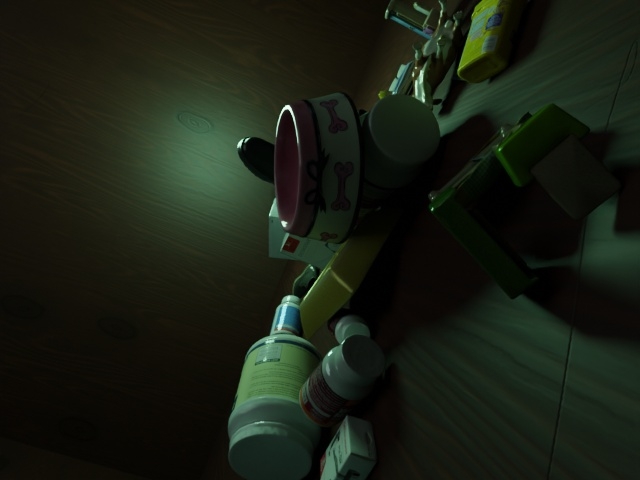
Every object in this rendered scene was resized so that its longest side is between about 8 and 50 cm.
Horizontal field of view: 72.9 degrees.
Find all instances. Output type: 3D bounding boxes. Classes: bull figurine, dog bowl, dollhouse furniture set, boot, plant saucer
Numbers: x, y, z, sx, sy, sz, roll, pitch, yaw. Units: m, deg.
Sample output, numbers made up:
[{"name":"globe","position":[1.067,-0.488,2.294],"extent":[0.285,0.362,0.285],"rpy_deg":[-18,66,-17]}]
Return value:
[{"name":"bull figurine","position":[0.316,-0.500,1.194],"extent":[0.188,0.101,0.310],"rpy_deg":[70,-139,-64]},{"name":"dog bowl","position":[-0.024,-0.189,1.166],"extent":[0.408,0.151,0.407],"rpy_deg":[177,90,-74]},{"name":"dollhouse furniture set","position":[0.283,-0.068,0.651],"extent":[0.197,0.151,0.301],"rpy_deg":[-44,-2,15]},{"name":"boot","position":[-0.017,-0.326,1.537],"extent":[0.445,0.367,0.146],"rpy_deg":[-19,53,37]},{"name":"plant saucer","position":[0.065,0.075,1.191],"extent":[0.332,0.081,0.332],"rpy_deg":[-54,0,-38]},{"name":"dollhouse furniture set","position":[0.261,-0.626,1.473],"extent":[0.303,0.198,0.286],"rpy_deg":[-63,2,19]},{"name":"boot","position":[-0.069,0.206,1.934],"extent":[0.137,0.077,0.197],"rpy_deg":[-102,34,-64]}]

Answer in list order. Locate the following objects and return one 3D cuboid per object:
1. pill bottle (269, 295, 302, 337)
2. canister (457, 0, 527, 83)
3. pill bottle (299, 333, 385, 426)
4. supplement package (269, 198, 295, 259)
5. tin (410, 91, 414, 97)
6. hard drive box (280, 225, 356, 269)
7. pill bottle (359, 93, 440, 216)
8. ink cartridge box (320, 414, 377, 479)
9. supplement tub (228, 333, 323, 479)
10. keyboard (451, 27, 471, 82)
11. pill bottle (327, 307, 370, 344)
[{"name":"pill bottle","position":[-0.136,0.342,1.831],"extent":[0.221,0.124,0.124],"rpy_deg":[-79,15,-49]},{"name":"canister","position":[0.373,-0.446,0.948],"extent":[0.126,0.073,0.169],"rpy_deg":[-8,62,69]},{"name":"pill bottle","position":[0.045,0.305,0.940],"extent":[0.121,0.121,0.221],"rpy_deg":[-79,15,-49]},{"name":"supplement package","position":[-0.070,-0.038,1.762],"extent":[0.145,0.262,0.203],"rpy_deg":[-81,-3,-55]},{"name":"tin","position":[0.308,-0.442,1.421],"extent":[0.106,0.040,0.189],"rpy_deg":[-90,24,-55]},{"name":"hard drive box","position":[0.000,0.000,1.526],"extent":[0.089,0.232,0.181],"rpy_deg":[-79,14,-50]},{"name":"pill bottle","position":[0.152,-0.224,1.220],"extent":[0.392,0.224,0.223],"rpy_deg":[139,152,-69]},{"name":"ink cartridge box","position":[0.050,0.425,0.837],"extent":[0.099,0.056,0.135],"rpy_deg":[-92,25,-69]},{"name":"supplement tub","position":[-0.111,0.437,1.153],"extent":[0.324,0.236,0.235],"rpy_deg":[-85,19,-61]},{"name":"keyboard","position":[0.418,-0.557,1.095],"extent":[0.201,0.033,0.317],"rpy_deg":[-97,31,-71]},{"name":"pill bottle","position":[0.072,0.222,1.083],"extent":[0.152,0.086,0.086],"rpy_deg":[180,112,-80]}]
